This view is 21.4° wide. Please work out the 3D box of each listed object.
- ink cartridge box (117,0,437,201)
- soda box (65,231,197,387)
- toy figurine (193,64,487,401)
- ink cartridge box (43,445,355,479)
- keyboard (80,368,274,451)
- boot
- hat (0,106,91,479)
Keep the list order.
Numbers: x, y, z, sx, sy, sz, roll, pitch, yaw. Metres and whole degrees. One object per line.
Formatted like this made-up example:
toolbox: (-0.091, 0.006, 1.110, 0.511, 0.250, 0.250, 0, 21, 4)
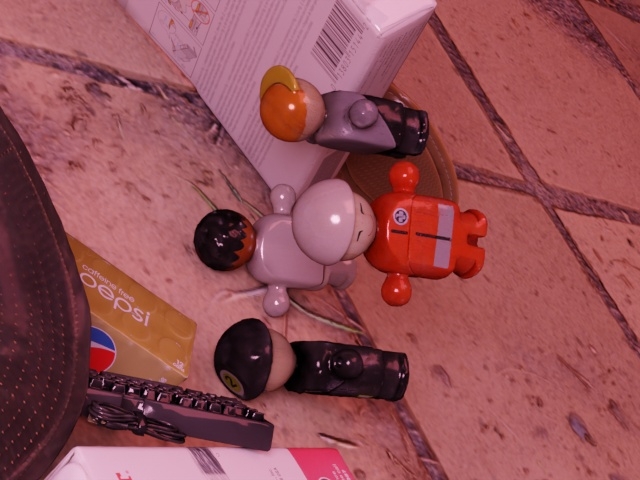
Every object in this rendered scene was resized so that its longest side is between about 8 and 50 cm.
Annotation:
ink cartridge box: (-0.050, -0.199, 1.378, 0.066, 0.296, 0.261, -33, 79, -27)
soda box: (-0.167, 0.038, 1.079, 0.181, 0.058, 0.061, 37, 28, -19)
toy figurine: (0.000, 0.000, 1.254, 0.148, 0.213, 0.209, 8, 39, -27)
ink cartridge box: (-0.054, 0.215, 0.989, 0.237, 0.100, 0.172, 8, 44, -51)
keyboard: (-0.117, 0.094, 1.010, 0.180, 0.023, 0.108, 13, 6, -21)
boot: (0.027, -0.145, 1.632, 0.283, 0.109, 0.220, 42, 16, -12)
hat: (-0.283, 0.015, 0.889, 0.331, 0.134, 0.331, 22, 56, -38)
